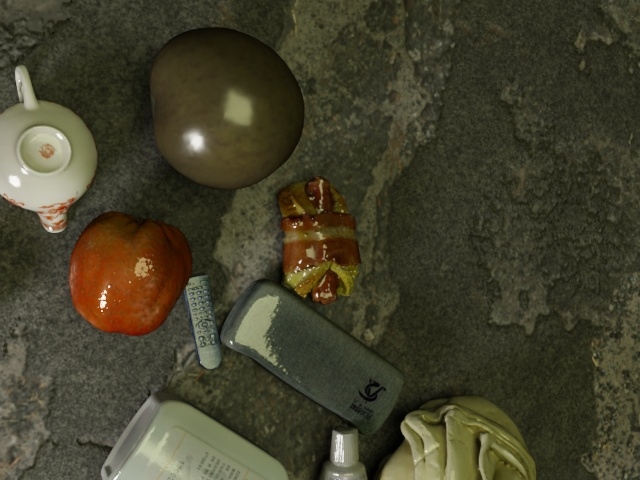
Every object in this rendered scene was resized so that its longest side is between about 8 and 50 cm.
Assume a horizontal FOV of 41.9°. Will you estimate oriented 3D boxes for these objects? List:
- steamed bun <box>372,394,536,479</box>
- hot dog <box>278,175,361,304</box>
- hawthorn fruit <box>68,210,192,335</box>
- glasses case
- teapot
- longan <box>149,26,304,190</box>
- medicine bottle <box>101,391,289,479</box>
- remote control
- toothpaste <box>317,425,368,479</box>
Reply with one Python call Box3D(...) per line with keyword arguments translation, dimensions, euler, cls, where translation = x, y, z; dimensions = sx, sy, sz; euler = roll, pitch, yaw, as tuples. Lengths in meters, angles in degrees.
Box3D(translation=(0.229, 0.416, 1.417), dimensions=(0.289, 0.203, 0.276), euler=(-5, 92, -22), cls="steamed bun")
Box3D(translation=(0.000, 0.000, 1.380), dimensions=(0.146, 0.103, 0.213), euler=(-8, 92, -23), cls="hot dog")
Box3D(translation=(-0.280, 0.048, 1.225), dimensions=(0.189, 0.189, 0.189), euler=(0, 89, -23), cls="hawthorn fruit")
Box3D(translation=(-0.009, 0.195, 1.390), dimensions=(0.323, 0.074, 0.131), euler=(36, 78, -19), cls="glasses case")
Box3D(translation=(-0.410, -0.137, 1.219), dimensions=(0.159, 0.116, 0.245), euler=(-7, 86, -12), cls="teapot")
Box3D(translation=(-0.149, -0.200, 1.261), dimensions=(0.248, 0.248, 0.248), euler=(0, 89, -23), cls="longan")
Box3D(translation=(-0.163, 0.385, 1.299), dimensions=(0.324, 0.124, 0.179), euler=(36, 78, -17), cls="medicine bottle")
Box3D(translation=(-0.190, 0.133, 1.342), dimensions=(0.043, 0.027, 0.152), euler=(-10, 92, -17), cls="remote control")
Box3D(translation=(0.038, 0.447, 1.390), dimensions=(0.068, 0.099, 0.282), euler=(-10, 105, -52), cls="toothpaste")
